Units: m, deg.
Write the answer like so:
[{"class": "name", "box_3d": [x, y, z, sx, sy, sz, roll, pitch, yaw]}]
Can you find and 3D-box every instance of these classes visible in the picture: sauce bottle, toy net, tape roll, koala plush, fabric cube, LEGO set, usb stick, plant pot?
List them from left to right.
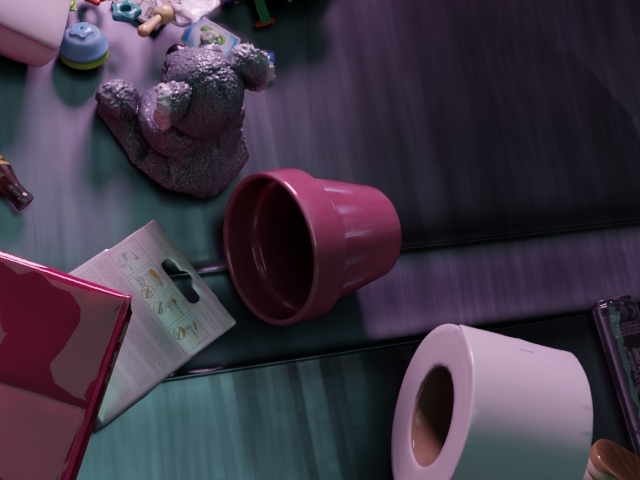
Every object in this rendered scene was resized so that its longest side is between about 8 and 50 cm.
[{"class": "fabric cube", "box_3d": [-0.364, 0.145, 1.201, 0.258, 0.254, 0.259, 18, 79, -6]}, {"class": "sauce bottle", "box_3d": [-0.419, -0.092, 1.413, 0.128, 0.042, 0.042, 47, 64, -4]}, {"class": "toy net", "box_3d": [-0.254, -0.309, 1.531, 0.232, 0.045, 0.122, -16, 52, -16]}, {"class": "koala plush", "box_3d": [-0.158, -0.175, 1.436, 0.196, 0.221, 0.203, -26, 84, -26]}, {"class": "LEGO set", "box_3d": [-0.153, -0.350, 1.606, 0.244, 0.060, 0.182, 30, 78, -8]}, {"class": "plant pot", "box_3d": [0.000, 0.000, 1.467, 0.180, 0.201, 0.201, -10, 76, -38]}, {"class": "tape roll", "box_3d": [0.215, 0.243, 1.430, 0.169, 0.246, 0.246, 15, 69, -16]}, {"class": "usb stick", "box_3d": [0.471, 0.219, 1.644, 0.077, 0.045, 0.277, -11, 77, -15]}]

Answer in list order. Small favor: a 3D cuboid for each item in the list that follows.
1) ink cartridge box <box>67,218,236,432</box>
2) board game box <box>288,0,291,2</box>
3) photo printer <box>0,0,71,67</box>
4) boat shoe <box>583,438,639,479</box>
[{"class": "ink cartridge box", "box_3d": [-0.249, 0.105, 1.411, 0.225, 0.056, 0.181, -37, 88, -31]}, {"class": "board game box", "box_3d": [-0.027, -0.466, 1.653, 0.136, 0.030, 0.259, 40, 50, -3]}, {"class": "photo printer", "box_3d": [-0.454, -0.389, 1.392, 0.308, 0.107, 0.256, 22, 68, -41]}, {"class": "boat shoe", "box_3d": [0.481, 0.398, 1.566, 0.302, 0.098, 0.109, 33, 27, -7]}]
